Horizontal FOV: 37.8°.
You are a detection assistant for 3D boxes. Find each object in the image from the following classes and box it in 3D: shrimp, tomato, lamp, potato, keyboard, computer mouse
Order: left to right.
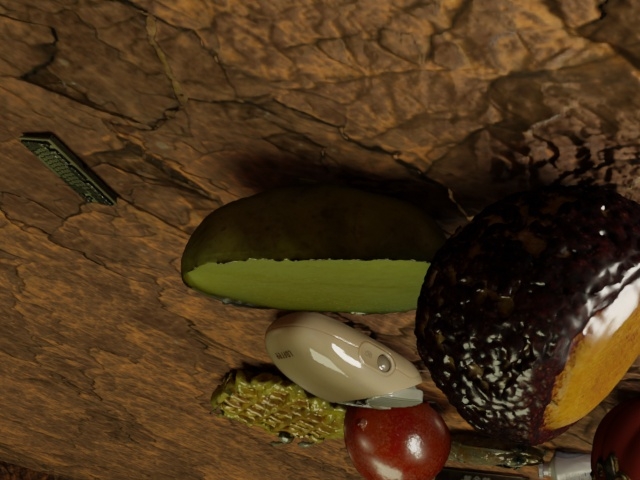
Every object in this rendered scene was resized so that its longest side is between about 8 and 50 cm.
[{"bbox_3d":[-0.284,-0.078,1.060,0.049,0.015,0.129,2,151,29],"label":"keyboard"},{"bbox_3d":[0.000,0.000,0.928,0.272,0.111,0.160,-1,159,7],"label":"potato"},{"bbox_3d":[0.030,0.177,1.295,0.236,0.082,0.145,33,150,-27],"label":"computer mouse"},{"bbox_3d":[0.116,0.308,1.424,0.167,0.167,0.167,14,154,7],"label":"tomato"},{"bbox_3d":[0.281,0.351,1.523,0.126,0.047,0.223,30,156,-36],"label":"shrimp"},{"bbox_3d":[0.425,0.297,1.131,0.227,0.227,0.227,14,154,7],"label":"lamp"}]

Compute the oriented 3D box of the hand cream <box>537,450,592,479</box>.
[{"bbox_3d":[0.411,0.354,1.458,0.142,0.053,0.084,-6,150,12],"label":"hand cream"}]

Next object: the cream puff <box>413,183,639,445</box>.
[{"bbox_3d":[0.187,0.055,0.801,0.165,0.239,0.239,38,167,32],"label":"cream puff"}]

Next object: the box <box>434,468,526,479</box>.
[{"bbox_3d":[0.372,0.520,1.798,0.180,0.047,0.325,-4,147,38],"label":"box"}]

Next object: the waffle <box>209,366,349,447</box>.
[{"bbox_3d":[-0.067,0.284,1.598,0.280,0.060,0.262,2,147,26],"label":"waffle"}]
